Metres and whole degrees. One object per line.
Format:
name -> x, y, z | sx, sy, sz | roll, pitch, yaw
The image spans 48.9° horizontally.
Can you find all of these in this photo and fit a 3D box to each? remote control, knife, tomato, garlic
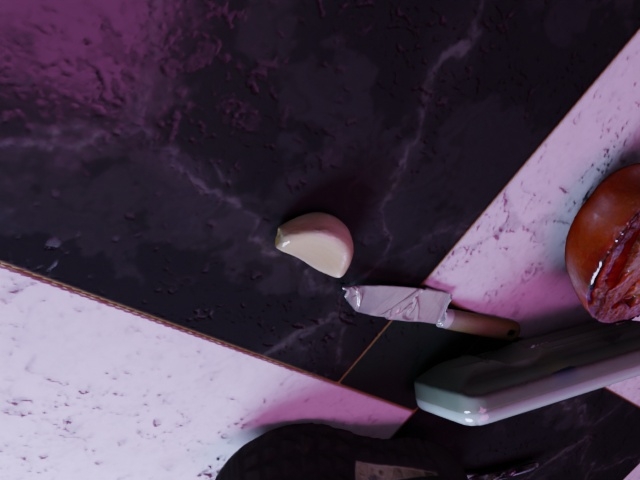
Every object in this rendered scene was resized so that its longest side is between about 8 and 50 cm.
remote control -> 0.280, 0.150, 0.860 | 0.336, 0.128, 0.065 | -10, 95, -24
knife -> 0.132, 0.078, 0.787 | 0.298, 0.017, 0.047 | 13, 114, -36
tomato -> 0.372, -0.009, 0.818 | 0.225, 0.085, 0.224 | -17, 129, -23
garlic -> 0.000, 0.001, 0.645 | 0.083, 0.041, 0.053 | 24, 122, -31

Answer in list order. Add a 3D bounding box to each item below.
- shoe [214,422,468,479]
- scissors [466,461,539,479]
shoe -> 0.011, 0.317, 0.831 | 0.337, 0.132, 0.171 | 12, 129, -31
scissors -> 0.198, 0.357, 1.020 | 0.318, 0.024, 0.160 | -4, 123, -27
